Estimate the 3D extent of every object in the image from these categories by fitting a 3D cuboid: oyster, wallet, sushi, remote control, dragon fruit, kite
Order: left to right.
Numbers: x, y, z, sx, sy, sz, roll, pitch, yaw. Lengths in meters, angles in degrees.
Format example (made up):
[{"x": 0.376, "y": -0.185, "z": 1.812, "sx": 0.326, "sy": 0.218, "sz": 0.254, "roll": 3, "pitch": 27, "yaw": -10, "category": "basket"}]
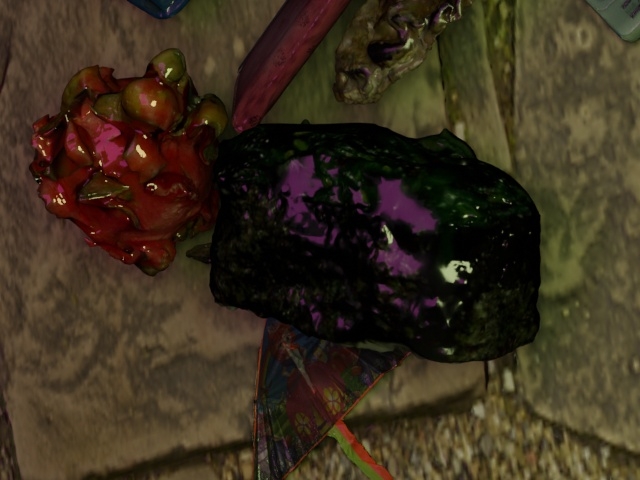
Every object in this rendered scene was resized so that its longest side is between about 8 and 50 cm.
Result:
[{"x": -0.125, "y": -0.063, "z": 1.362, "sx": 0.133, "sy": 0.150, "sz": 0.207, "roll": 44, "pitch": 147, "yaw": 9, "category": "dragon fruit"}, {"x": 0.002, "y": 0.107, "z": 1.330, "sx": 0.190, "sy": 0.010, "sz": 0.159, "roll": -47, "pitch": 58, "yaw": 27, "category": "kite"}, {"x": 0.013, "y": -0.178, "z": 1.318, "sx": 0.232, "sy": 0.025, "sz": 0.119, "roll": -53, "pitch": 15, "yaw": 21, "category": "wallet"}, {"x": 0.030, "y": -0.005, "z": 1.227, "sx": 0.225, "sy": 0.124, "sz": 0.127, "roll": 16, "pitch": 108, "yaw": 37, "category": "sushi"}, {"x": 0.063, "y": -0.155, "z": 1.271, "sx": 0.177, "sy": 0.056, "sz": 0.105, "roll": -51, "pitch": 23, "yaw": 33, "category": "oyster"}, {"x": 0.170, "y": -0.176, "z": 1.228, "sx": 0.053, "sy": 0.018, "sz": 0.124, "roll": -51, "pitch": 55, "yaw": 21, "category": "remote control"}]

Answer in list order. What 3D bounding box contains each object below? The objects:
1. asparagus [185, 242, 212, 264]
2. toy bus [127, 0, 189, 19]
[{"x": 0.000, "y": 0.000, "z": 1.342, "sx": 0.233, "sy": 0.022, "sz": 0.023, "roll": -8, "pitch": 122, "yaw": 37, "category": "asparagus"}, {"x": -0.196, "y": -0.295, "z": 1.454, "sx": 0.288, "sy": 0.175, "sz": 0.138, "roll": 34, "pitch": 89, "yaw": 39, "category": "toy bus"}]
